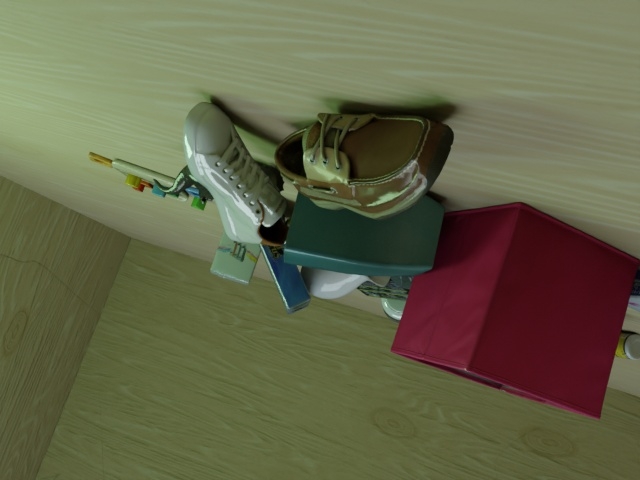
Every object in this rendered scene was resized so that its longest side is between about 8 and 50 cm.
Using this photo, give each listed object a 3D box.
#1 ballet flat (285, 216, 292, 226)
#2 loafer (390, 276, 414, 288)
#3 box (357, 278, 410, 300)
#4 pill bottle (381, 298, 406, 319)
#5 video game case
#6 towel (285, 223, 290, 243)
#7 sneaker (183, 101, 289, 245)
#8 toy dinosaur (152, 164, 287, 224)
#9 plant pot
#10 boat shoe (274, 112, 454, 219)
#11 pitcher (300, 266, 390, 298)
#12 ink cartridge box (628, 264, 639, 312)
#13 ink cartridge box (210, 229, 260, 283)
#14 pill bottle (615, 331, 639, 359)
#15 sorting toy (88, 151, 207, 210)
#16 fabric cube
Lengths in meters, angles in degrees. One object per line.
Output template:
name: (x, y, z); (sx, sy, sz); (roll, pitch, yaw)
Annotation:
ballet flat: (0.000, 0.000, 1.596); (0.077, 0.077, 0.231); (-7, 156, 32)
loafer: (0.263, 0.059, 1.445); (0.268, 0.084, 0.096); (-1, 128, 54)
box: (0.206, 0.109, 1.692); (0.270, 0.060, 0.216); (5, 164, 31)
pill bottle: (0.251, 0.181, 1.937); (0.131, 0.131, 0.229); (17, 170, 11)
video game case: (-0.103, 0.037, 1.507); (0.061, 0.269, 0.244); (-23, 172, -7)
towel: (0.005, -0.028, 1.237); (0.144, 0.029, 0.197); (2, -164, 20)
sneaker: (-0.115, -0.097, 1.004); (0.123, 0.105, 0.290); (14, 149, 26)
toy dinosaur: (-0.181, -0.116, 1.236); (0.314, 0.121, 0.160); (21, 160, 15)
plant pot: (0.072, -0.023, 1.051); (0.234, 0.165, 0.166); (14, 171, -1)
boat shoe: (0.031, -0.100, 0.802); (0.120, 0.122, 0.324); (27, 168, -23)
pitcher: (0.041, 0.050, 1.517); (0.207, 0.125, 0.177); (-16, 111, 40)
ink cartridge box: (0.676, 0.122, 0.960); (0.330, 0.071, 0.324); (24, 169, -21)
ink cartridge box: (-0.252, 0.036, 1.958); (0.127, 0.176, 0.128); (20, 171, -6)
pill bottle: (0.758, 0.264, 1.620); (0.065, 0.065, 0.116); (22, 171, -20)
sorting toy: (-0.459, -0.148, 1.709); (0.348, 0.047, 0.196); (19, 171, -1)
fabric cube: (0.307, 0.111, 1.045); (0.254, 0.258, 0.259); (21, 170, -18)
